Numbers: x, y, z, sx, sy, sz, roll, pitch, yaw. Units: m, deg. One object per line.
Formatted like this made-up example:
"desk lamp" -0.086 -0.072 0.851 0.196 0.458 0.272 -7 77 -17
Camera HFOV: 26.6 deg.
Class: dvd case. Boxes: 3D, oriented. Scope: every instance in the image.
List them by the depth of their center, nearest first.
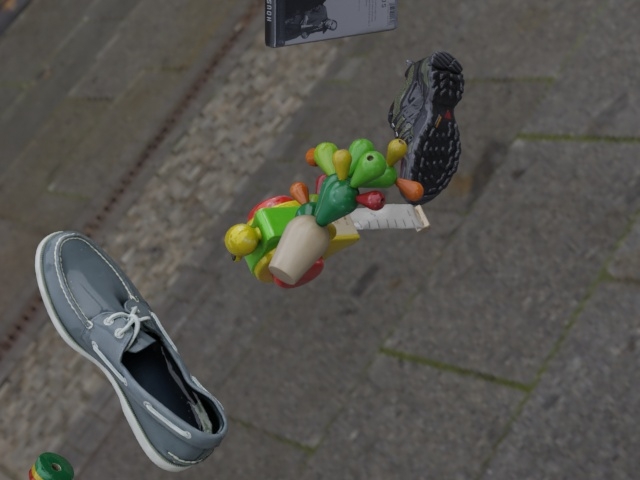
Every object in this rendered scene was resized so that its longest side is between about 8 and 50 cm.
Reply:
"dvd case" 0.020 -0.379 1.943 0.239 0.179 0.029 -16 25 -39

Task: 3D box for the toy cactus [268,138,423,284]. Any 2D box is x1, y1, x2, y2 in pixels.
"toy cactus" 0.012 -0.028 1.450 0.180 0.112 0.219 -56 20 -19

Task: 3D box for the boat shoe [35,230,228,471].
"boat shoe" -0.212 0.115 1.565 0.116 0.319 0.099 -31 -1 -42

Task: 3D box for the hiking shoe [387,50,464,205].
"hiking shoe" 0.147 -0.160 1.985 0.114 0.086 0.227 -1 76 60

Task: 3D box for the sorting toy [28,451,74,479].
"sorting toy" -0.243 0.349 1.453 0.046 0.132 0.274 -55 33 22

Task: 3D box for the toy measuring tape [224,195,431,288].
"toy measuring tape" 0.000 0.000 1.792 0.121 0.330 0.121 5 97 47
